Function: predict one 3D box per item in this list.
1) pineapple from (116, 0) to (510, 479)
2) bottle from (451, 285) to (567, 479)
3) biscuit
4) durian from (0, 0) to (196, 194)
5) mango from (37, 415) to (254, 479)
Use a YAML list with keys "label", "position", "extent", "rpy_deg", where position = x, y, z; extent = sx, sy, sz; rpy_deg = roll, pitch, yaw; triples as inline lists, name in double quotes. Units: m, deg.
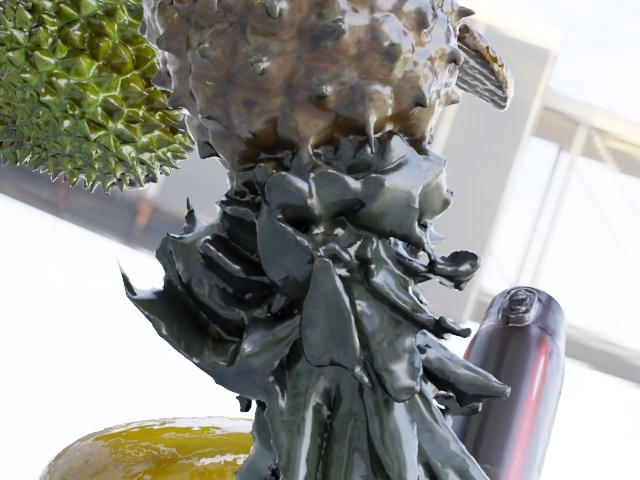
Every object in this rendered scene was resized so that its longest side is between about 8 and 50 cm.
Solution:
- label: "pineapple"
  position: [-0.003, 0.000, 0.698]
  extent: [0.165, 0.365, 0.165]
  rpy_deg: [-4, -7, -1]
- label: "bottle"
  position: [0.091, 0.090, 0.820]
  extent: [0.060, 0.164, 0.060]
  rpy_deg: [11, -47, 12]
- label: "biscuit"
  position: [0.090, -0.199, 1.557]
  extent: [0.228, 0.031, 0.176]
  rpy_deg: [36, -14, -27]
- label: "durian"
  position: [-0.219, -0.169, 1.540]
  extent: [0.291, 0.291, 0.225]
  rpy_deg: [15, -55, 16]
- label: "mango"
  position: [-0.071, 0.183, 1.164]
  extent: [0.316, 0.119, 0.176]
  rpy_deg: [-4, -10, -10]
